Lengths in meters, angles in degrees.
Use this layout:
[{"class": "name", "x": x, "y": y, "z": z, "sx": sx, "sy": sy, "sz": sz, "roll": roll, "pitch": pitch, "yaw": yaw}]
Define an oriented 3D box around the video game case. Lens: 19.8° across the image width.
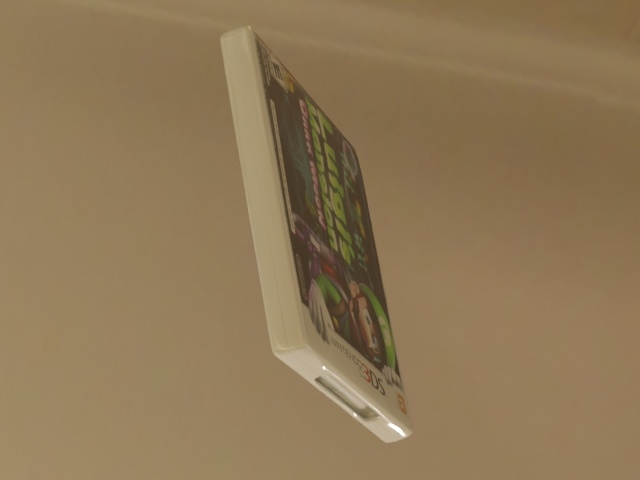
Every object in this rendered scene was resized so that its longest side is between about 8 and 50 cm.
[{"class": "video game case", "x": 0.000, "y": 0.000, "z": 1.013, "sx": 0.022, "sy": 0.173, "sz": 0.190, "roll": -18, "pitch": -116, "yaw": 15}]
